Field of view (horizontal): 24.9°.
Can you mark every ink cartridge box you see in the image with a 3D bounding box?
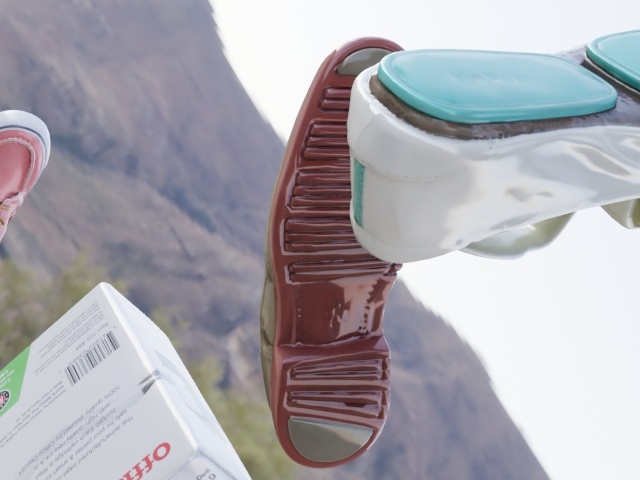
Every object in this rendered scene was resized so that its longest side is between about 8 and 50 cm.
[{"bbox_3d":[-0.213,0.212,1.426,0.121,0.211,0.289,48,2,-41],"label":"ink cartridge box"}]

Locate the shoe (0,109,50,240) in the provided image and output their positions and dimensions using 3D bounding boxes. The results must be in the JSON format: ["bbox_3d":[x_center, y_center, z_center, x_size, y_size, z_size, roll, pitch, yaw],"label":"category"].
[{"bbox_3d":[-0.269,-0.024,1.170,0.064,0.178,0.081,19,48,-24],"label":"shoe"}]

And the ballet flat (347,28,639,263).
[{"bbox_3d":[0.176,-0.060,0.921,0.139,0.400,0.139,18,-68,53],"label":"ballet flat"}]

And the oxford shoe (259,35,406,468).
[{"bbox_3d":[0.000,0.000,1.140,0.130,0.123,0.348,-127,-136,-62],"label":"oxford shoe"}]
